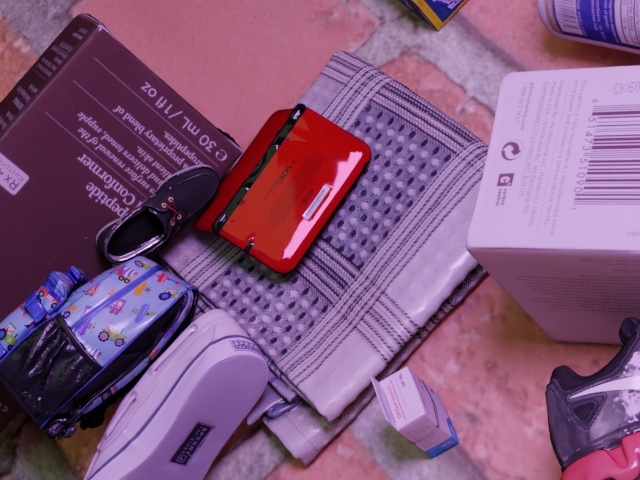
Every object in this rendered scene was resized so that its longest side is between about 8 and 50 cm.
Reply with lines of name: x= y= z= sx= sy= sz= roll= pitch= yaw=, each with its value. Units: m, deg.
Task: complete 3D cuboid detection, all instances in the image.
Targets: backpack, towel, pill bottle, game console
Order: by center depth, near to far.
pill bottle: x=0.286 y=-0.208 z=1.143 sx=0.187 sy=0.112 sz=0.112 roll=20 pitch=76 yaw=38
backpack: x=-0.195 y=0.078 z=1.203 sx=0.173 sy=0.158 sz=0.117 roll=-44 pitch=85 yaw=0
towel: x=0.000 y=0.000 z=1.241 sx=0.324 sy=0.056 sz=0.312 roll=-48 pitch=49 yaw=0
game console: x=-0.036 y=-0.047 z=1.264 sx=0.124 sy=0.085 sz=0.144 roll=32 pitch=81 yaw=12

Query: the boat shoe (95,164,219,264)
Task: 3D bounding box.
boat shoe: x=-0.146 y=-0.022 z=1.263 sx=0.133 sy=0.049 sz=0.042 roll=-35 pitch=22 yaw=-9

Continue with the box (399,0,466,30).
box: x=0.075 y=-0.278 z=1.354 sx=0.054 sy=0.059 sz=0.169 roll=-47 pitch=49 yaw=3

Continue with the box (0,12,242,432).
box: x=-0.277 y=-0.014 z=1.316 sx=0.381 sy=0.191 sz=0.143 roll=-49 pitch=23 yaw=0

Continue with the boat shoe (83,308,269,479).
boat shoe: x=-0.143 y=0.172 z=1.198 sx=0.258 sy=0.095 sz=0.084 roll=-48 pitch=42 yaw=11

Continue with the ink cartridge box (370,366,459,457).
ink cartridge box: x=0.075 y=0.135 z=1.093 sx=0.028 sy=0.083 sz=0.048 roll=-32 pitch=51 yaw=14

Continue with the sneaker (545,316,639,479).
sneaker: x=0.279 y=0.096 z=0.944 sx=0.276 sy=0.097 sz=0.135 roll=-22 pitch=60 yaw=2

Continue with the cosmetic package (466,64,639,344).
cosmetic package: x=0.224 y=-0.021 z=1.024 sx=0.151 sy=0.184 sz=0.151 roll=1 pitch=64 yaw=33
